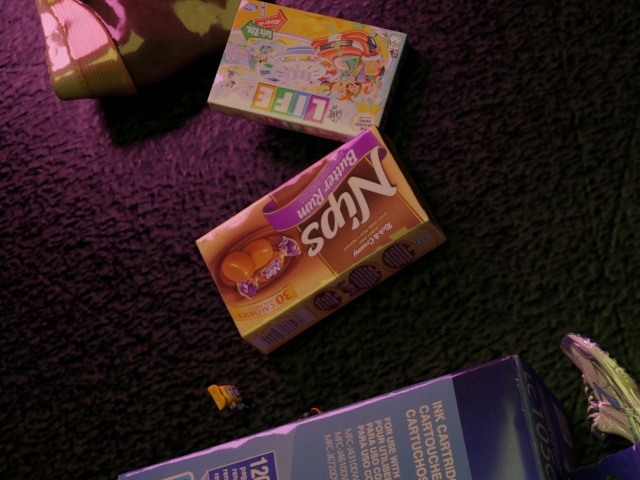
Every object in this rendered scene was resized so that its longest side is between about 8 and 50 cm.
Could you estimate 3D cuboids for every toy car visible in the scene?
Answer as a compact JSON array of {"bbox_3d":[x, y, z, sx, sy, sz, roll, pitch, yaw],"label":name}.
[{"bbox_3d":[-0.032,0.141,1.525,0.122,0.040,0.060,42,110,29],"label":"toy car"}]

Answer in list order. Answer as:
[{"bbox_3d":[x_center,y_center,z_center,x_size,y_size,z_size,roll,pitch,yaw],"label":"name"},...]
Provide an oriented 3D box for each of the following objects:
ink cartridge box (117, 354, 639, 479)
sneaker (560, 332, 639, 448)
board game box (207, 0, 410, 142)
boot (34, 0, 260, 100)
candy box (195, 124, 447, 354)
[{"bbox_3d":[0.067,0.259,1.373,0.395,0.151,0.270,-18,63,14],"label":"ink cartridge box"},{"bbox_3d":[0.222,0.126,1.415,0.058,0.052,0.135,-45,58,6],"label":"sneaker"},{"bbox_3d":[-0.010,-0.146,1.622,0.154,0.026,0.103,14,75,13],"label":"board game box"},{"bbox_3d":[-0.168,-0.249,1.742,0.207,0.090,0.248,-18,61,3],"label":"boot"},{"bbox_3d":[0.000,0.000,1.564,0.187,0.053,0.109,-33,60,10],"label":"candy box"}]
